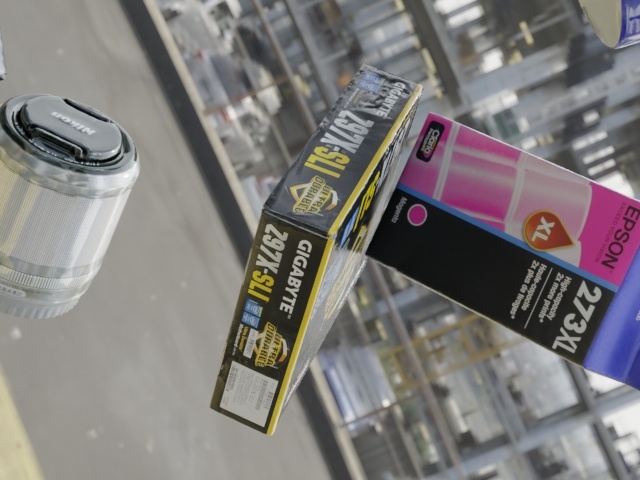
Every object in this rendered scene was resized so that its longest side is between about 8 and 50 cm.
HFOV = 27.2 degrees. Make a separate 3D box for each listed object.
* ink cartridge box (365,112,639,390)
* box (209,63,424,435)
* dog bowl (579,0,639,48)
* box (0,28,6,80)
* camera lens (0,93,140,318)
[{"bbox_3d":[0.233,0.013,1.369,0.371,0.176,0.069,27,6,30],"label":"ink cartridge box"},{"bbox_3d":[0.000,0.000,1.354,0.322,0.079,0.257,-58,166,-54],"label":"box"},{"bbox_3d":[0.281,-0.313,1.207,0.265,0.104,0.265,-17,90,-86],"label":"dog bowl"},{"bbox_3d":[-0.569,-0.391,1.625,0.293,0.212,0.395,15,66,-74],"label":"box"},{"bbox_3d":[-0.395,-0.054,1.888,0.219,0.274,0.219,21,28,-12],"label":"camera lens"}]
